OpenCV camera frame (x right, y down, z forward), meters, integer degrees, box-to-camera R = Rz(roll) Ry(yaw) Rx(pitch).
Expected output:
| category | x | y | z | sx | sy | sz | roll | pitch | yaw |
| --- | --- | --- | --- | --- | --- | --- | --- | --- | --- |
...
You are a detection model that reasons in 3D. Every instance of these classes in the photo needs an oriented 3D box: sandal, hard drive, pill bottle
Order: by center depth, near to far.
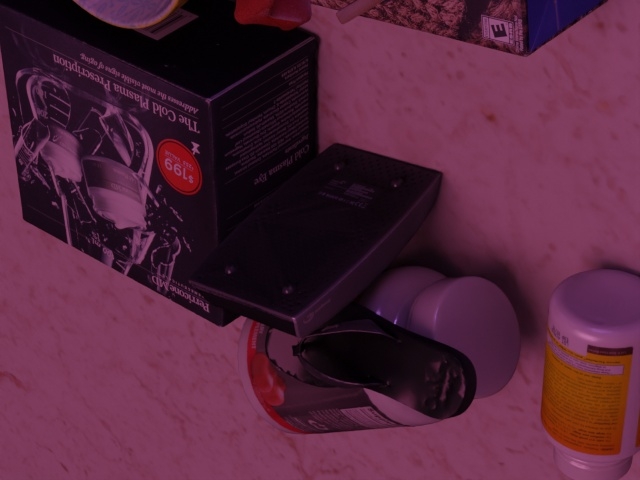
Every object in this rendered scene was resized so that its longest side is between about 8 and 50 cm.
| category | x | y | z | sx | sy | sz | roll | pitch | yaw |
| --- | --- | --- | --- | --- | --- | --- | --- | --- | --- |
| pill bottle | 0.286 | 0.144 | 1.836 | 0.117 | 0.117 | 0.215 | 26 | 133 | 32 |
| sandal | 0.043 | 0.117 | 1.859 | 0.254 | 0.054 | 0.097 | 12 | 99 | 36 |
| hard drive | 0.000 | 0.000 | 1.924 | 0.172 | 0.255 | 0.054 | 18 | 139 | 38 |
| pill bottle | 0.066 | 0.122 | 2.002 | 0.318 | 0.176 | 0.176 | -12 | 108 | 49 |

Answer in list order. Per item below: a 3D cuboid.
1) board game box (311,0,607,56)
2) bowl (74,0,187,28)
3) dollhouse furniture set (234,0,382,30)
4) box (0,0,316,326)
| category | x | y | z | sx | sy | sz | roll | pitch | yaw |
| --- | --- | --- | --- | --- | --- | --- | --- | --- | --- |
| board game box | 0.106 | -0.327 | 1.656 | 0.291 | 0.141 | 0.232 | 19 | 130 | 37 |
| bowl | -0.187 | -0.386 | 1.902 | 0.289 | 0.156 | 0.289 | 28 | 135 | 32 |
| dollhouse furniture set | -0.061 | -0.348 | 1.517 | 0.374 | 0.201 | 0.152 | 56 | 145 | -5 |
| box | -0.185 | -0.123 | 2.081 | 0.343 | 0.179 | 0.312 | 26 | 135 | 32 |
